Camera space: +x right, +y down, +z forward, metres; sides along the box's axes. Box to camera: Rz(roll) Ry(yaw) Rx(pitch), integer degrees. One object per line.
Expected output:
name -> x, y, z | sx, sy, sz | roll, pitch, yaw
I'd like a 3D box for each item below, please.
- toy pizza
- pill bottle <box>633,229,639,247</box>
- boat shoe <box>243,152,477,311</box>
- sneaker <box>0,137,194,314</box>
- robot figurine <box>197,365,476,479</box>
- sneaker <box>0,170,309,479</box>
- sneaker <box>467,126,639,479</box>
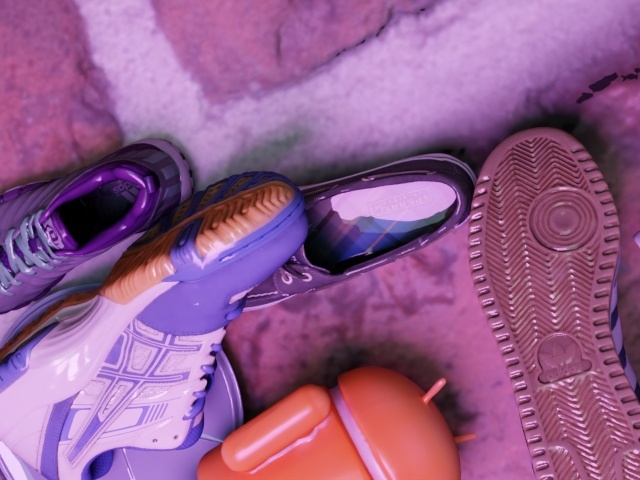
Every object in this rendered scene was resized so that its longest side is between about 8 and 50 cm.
toy pizza -> -0.154, 0.129, 0.894 | 0.201, 0.032, 0.201 | 1, 98, 9
pill bottle -> 0.311, -0.032, 0.751 | 0.208, 0.119, 0.119 | -41, 91, 12
boat shoe -> 0.000, 0.000, 0.826 | 0.228, 0.076, 0.080 | -15, 97, 11
sneaker -> -0.201, -0.006, 0.844 | 0.223, 0.098, 0.083 | -30, 94, 12
robot figurine -> 0.003, 0.171, 0.822 | 0.219, 0.128, 0.158 | -31, 95, 1
sneaker -> -0.103, 0.069, 0.809 | 0.296, 0.112, 0.131 | -35, 103, 26
sneaker -> 0.171, 0.074, 0.809 | 0.099, 0.153, 0.282 | -13, 69, 13
